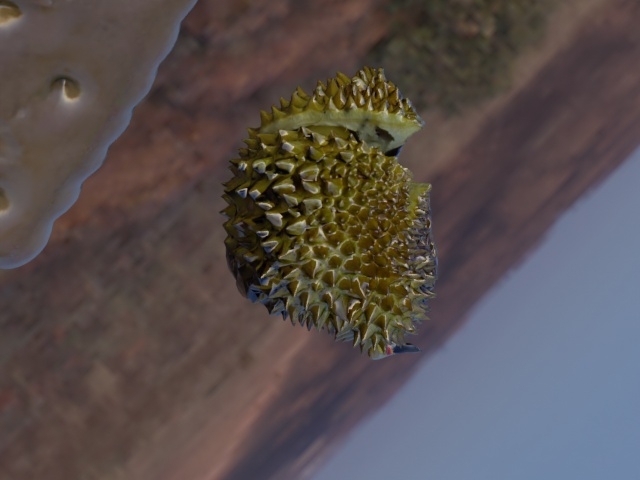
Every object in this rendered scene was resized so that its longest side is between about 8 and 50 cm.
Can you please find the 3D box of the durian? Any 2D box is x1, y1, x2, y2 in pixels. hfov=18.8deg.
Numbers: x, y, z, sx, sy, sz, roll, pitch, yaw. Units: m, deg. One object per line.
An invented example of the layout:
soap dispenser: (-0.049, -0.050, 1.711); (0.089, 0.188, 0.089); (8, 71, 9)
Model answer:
durian: (0.000, 0.000, 1.352); (0.137, 0.193, 0.237); (-17, 123, -13)

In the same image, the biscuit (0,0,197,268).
biscuit: (-0.216, -0.118, 0.771); (0.217, 0.324, 0.044); (-55, -156, 24)
